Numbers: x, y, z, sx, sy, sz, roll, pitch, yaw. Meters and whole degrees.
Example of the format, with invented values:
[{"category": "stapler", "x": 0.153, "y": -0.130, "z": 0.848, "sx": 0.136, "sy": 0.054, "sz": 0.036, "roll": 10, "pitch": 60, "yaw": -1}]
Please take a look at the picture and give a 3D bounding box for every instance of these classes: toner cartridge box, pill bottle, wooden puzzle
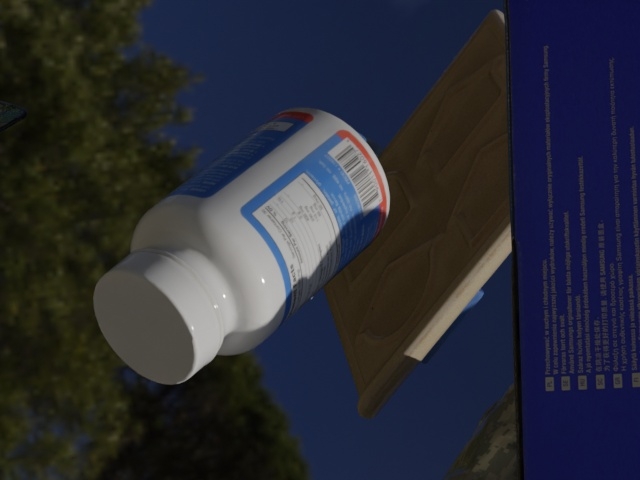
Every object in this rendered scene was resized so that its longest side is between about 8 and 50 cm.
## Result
[{"category": "toner cartridge box", "x": 0.157, "y": 0.065, "z": 0.589, "sx": 0.165, "sy": 0.075, "sz": 0.348, "roll": -4, "pitch": -104, "yaw": 19}, {"category": "pill bottle", "x": -0.057, "y": 0.005, "z": 1.161, "sx": 0.124, "sy": 0.221, "sz": 0.124, "roll": 23, "pitch": -48, "yaw": 28}, {"category": "wooden puzzle", "x": 0.126, "y": -0.025, "z": 1.562, "sx": 0.322, "sy": 0.080, "sz": 0.348, "roll": -52, "pitch": -158, "yaw": 20}]

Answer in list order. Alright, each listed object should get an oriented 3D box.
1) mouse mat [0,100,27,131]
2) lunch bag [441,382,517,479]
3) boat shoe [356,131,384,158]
[{"category": "mouse mat", "x": -0.350, "y": -0.090, "z": 1.356, "sx": 0.190, "sy": 0.152, "sz": 0.007, "roll": 18, "pitch": -46, "yaw": 46}, {"category": "lunch bag", "x": 0.168, "y": 0.275, "z": 1.380, "sx": 0.212, "sy": 0.305, "sz": 0.256, "roll": 30, "pitch": -13, "yaw": 23}, {"category": "boat shoe", "x": 0.000, "y": 0.000, "z": 1.865, "sx": 0.258, "sy": 0.089, "sz": 0.109, "roll": -53, "pitch": -130, "yaw": 18}]
